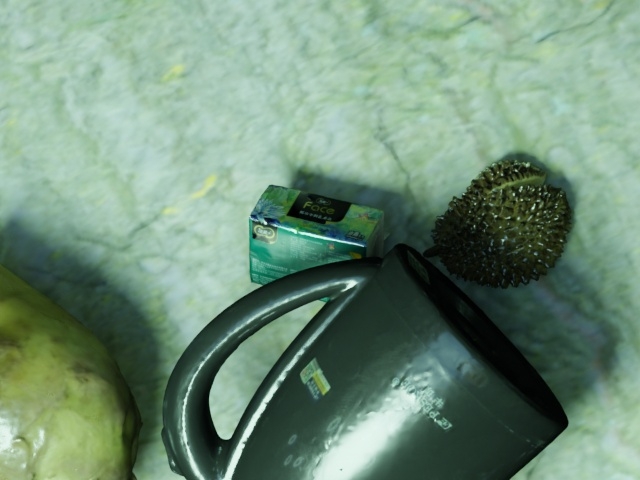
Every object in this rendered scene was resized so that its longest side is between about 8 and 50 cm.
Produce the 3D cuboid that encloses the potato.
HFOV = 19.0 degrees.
[{"bbox_3d":[-0.289,0.185,1.703,0.237,0.289,0.301,33,65,-6],"label":"potato"}]

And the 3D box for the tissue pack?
[{"bbox_3d":[0.001,0.000,1.693,0.111,0.079,0.085,13,132,15],"label":"tissue pack"}]

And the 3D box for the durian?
[{"bbox_3d":[0.146,-0.007,1.656,0.140,0.071,0.110,-22,88,20],"label":"durian"}]

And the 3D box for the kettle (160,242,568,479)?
[{"bbox_3d":[0.015,0.150,1.614,0.290,0.207,0.268,-43,95,10],"label":"kettle"}]
